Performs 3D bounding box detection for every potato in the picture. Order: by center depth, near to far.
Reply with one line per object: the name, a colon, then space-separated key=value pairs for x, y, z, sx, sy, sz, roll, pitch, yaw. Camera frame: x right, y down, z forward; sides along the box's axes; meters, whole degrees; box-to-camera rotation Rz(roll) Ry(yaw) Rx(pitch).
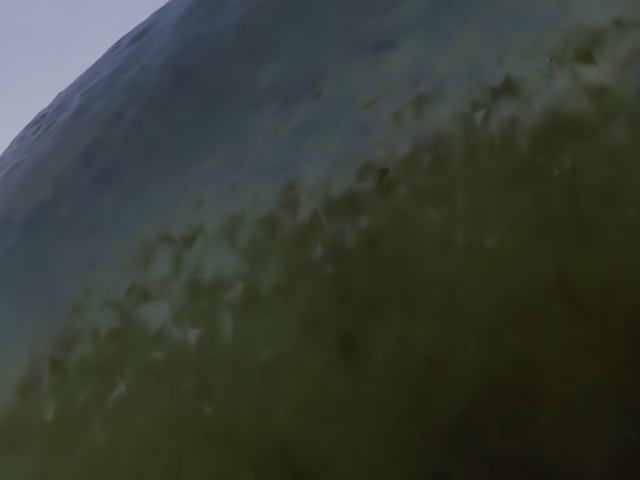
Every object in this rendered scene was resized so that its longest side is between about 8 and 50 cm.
potato: x=0.000 y=0.000 z=0.492 sx=0.280 sy=0.212 sz=0.330 roll=-16 pitch=-8 yaw=-1
